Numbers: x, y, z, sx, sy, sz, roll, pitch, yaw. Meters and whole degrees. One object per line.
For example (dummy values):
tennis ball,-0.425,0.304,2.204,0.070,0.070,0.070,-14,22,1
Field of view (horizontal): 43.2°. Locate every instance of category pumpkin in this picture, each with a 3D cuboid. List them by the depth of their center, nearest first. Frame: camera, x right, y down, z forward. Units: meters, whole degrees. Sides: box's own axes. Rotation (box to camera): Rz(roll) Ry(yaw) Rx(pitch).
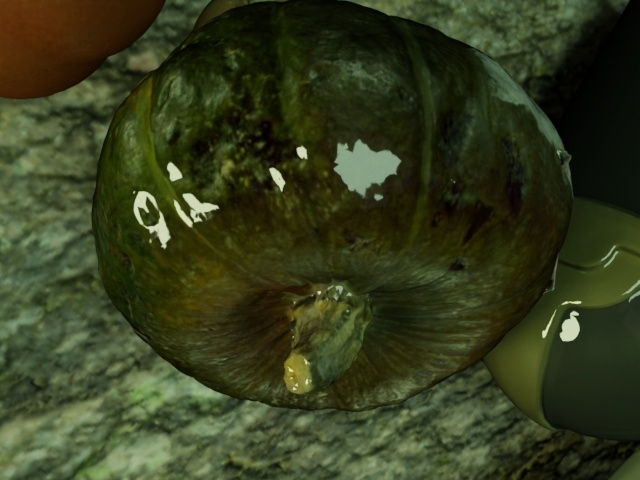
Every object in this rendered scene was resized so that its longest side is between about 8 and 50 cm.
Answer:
pumpkin,0.001,0.002,0.436,0.260,0.189,0.260,-3,136,-3

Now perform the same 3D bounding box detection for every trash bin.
trash bin,0.237,-0.015,0.565,0.214,0.214,0.334,38,77,-23

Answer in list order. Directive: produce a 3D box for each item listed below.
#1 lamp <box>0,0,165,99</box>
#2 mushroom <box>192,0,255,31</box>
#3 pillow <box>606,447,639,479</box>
lamp,-0.169,-0.173,0.373,0.223,0.196,0.223,4,120,7
mushroom,0.003,-0.079,0.534,0.209,0.071,0.084,27,92,-27
pillow,0.221,0.268,0.593,0.322,0.119,0.255,-44,150,-17
